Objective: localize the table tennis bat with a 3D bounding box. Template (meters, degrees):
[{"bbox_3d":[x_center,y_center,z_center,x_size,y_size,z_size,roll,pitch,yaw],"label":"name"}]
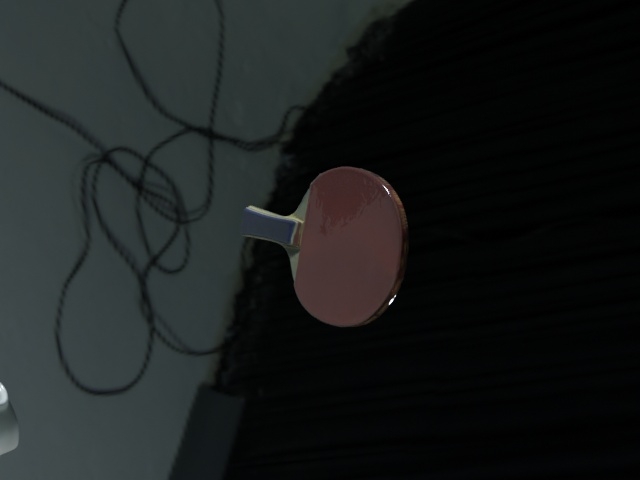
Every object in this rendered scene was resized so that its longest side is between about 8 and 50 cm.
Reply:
[{"bbox_3d":[0.000,0.000,0.743,0.014,0.158,0.095,4,96,-38],"label":"table tennis bat"}]

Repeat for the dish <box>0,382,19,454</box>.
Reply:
[{"bbox_3d":[-0.512,0.234,1.780,0.191,0.066,0.190,33,14,-9],"label":"dish"}]
